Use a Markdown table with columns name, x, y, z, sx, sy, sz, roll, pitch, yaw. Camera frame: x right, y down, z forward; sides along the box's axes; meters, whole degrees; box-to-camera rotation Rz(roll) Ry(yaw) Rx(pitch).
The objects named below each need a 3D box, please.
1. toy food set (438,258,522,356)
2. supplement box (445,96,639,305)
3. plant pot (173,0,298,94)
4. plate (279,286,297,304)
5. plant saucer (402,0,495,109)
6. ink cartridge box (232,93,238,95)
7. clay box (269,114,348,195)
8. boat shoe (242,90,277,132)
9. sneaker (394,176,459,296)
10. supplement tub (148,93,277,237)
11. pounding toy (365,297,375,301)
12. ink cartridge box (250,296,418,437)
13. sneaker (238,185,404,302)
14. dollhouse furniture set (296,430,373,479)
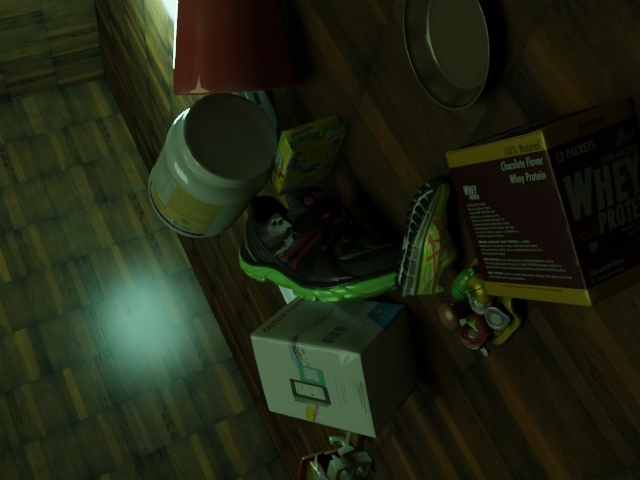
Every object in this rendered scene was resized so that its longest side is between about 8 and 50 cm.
| name | x | y | z | sx | sy | sz | roll | pitch | yaw |
| --- | --- | --- | --- | --- | --- | --- | --- | --- | --- |
| toy food set | 0.244 | 0.117 | 1.146 | 0.128 | 0.071 | 0.218 | 59 | 158 | 25 |
| supplement box | 0.274 | -0.042 | 0.837 | 0.191 | 0.129 | 0.194 | -1 | 108 | 69 |
| plant pot | -0.187 | -0.436 | 1.480 | 0.275 | 0.275 | 0.243 | -155 | 57 | -62 |
| plate | -0.068 | 0.091 | 1.951 | 0.278 | 0.045 | 0.277 | 63 | 159 | 18 |
| plant saucer | 0.182 | -0.281 | 0.979 | 0.198 | 0.036 | 0.199 | 52 | 154 | 38 |
| ink cartridge box | -0.199 | -0.266 | 1.854 | 0.225 | 0.056 | 0.181 | 100 | 147 | -78 |
| clay box | -0.026 | -0.181 | 1.468 | 0.053 | 0.127 | 0.222 | 62 | 158 | 19 |
| boat shoe | -0.152 | -0.342 | 1.744 | 0.083 | 0.065 | 0.183 | -110 | 4 | -62 |
| sneaker | 0.189 | -0.003 | 1.176 | 0.081 | 0.094 | 0.209 | -107 | 27 | -68 |
| supplement tub | -0.247 | -0.164 | 1.608 | 0.241 | 0.241 | 0.331 | 66 | 151 | 9 |
| pounding toy | 0.030 | 0.082 | 1.601 | 0.183 | 0.110 | 0.237 | 62 | 158 | 20 |
| ink cartridge box | 0.032 | 0.247 | 1.474 | 0.270 | 0.198 | 0.197 | 5 | 117 | 35 |
| sneaker | 0.000 | 0.000 | 1.386 | 0.482 | 0.185 | 0.202 | 10 | 106 | 42 |
| dollhouse furniture set | 0.062 | 0.609 | 2.027 | 0.201 | 0.152 | 0.374 | 42 | 129 | 52 |
